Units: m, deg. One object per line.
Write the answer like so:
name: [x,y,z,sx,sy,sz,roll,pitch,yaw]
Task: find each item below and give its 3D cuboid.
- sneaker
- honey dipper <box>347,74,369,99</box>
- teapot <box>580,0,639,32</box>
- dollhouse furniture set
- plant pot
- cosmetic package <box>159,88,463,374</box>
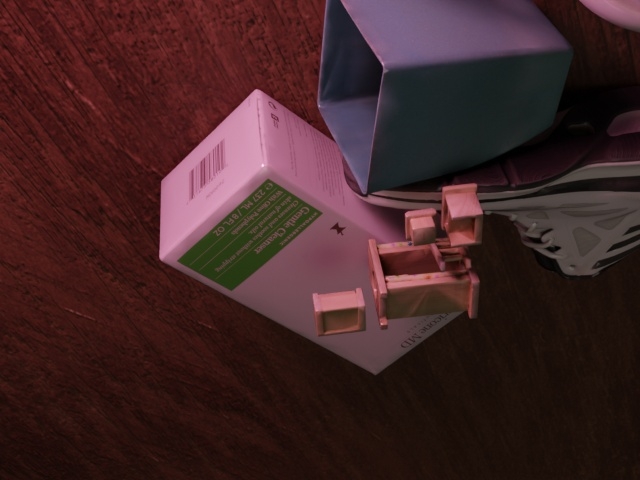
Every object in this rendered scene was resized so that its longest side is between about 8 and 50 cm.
sneaker: [0.245,-0.036,1.259,0.447,0.169,0.258,-5,135,-7]
honey dipper: [0.075,-0.147,1.235,0.030,0.030,0.161,-24,131,18]
teapot: [0.324,-0.317,0.980,0.256,0.187,0.253,36,107,-4]
dollhouse furniture set: [0.077,0.005,1.133,0.181,0.101,0.161,-6,131,-3]
plant pot: [0.137,-0.180,1.108,0.234,0.165,0.166,-10,136,-16]
cosmetic package: [0.000,0.000,1.290,0.365,0.155,0.197,31,122,-31]
